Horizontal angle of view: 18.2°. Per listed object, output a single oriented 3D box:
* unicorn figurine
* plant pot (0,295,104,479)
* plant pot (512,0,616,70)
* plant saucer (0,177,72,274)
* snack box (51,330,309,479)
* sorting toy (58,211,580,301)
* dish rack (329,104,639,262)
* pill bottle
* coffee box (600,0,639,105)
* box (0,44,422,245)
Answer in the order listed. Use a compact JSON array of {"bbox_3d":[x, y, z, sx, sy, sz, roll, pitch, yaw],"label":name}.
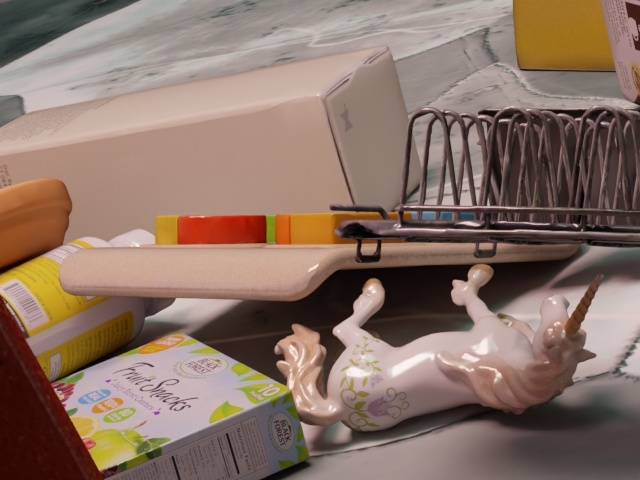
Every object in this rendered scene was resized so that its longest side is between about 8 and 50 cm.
[{"bbox_3d":[0.058,0.049,0.866,0.162,0.060,0.111,-27,22,14],"label":"unicorn figurine"},{"bbox_3d":[-0.161,0.157,0.350,0.235,0.267,0.267,-24,13,16],"label":"plant pot"},{"bbox_3d":[0.259,-0.243,1.426,0.212,0.187,0.212,-24,17,-29],"label":"plant pot"},{"bbox_3d":[-0.221,0.032,1.106,0.200,0.037,0.200,-31,-5,-3],"label":"plant saucer"},{"bbox_3d":[-0.079,0.085,0.892,0.100,0.037,0.141,-20,16,-21],"label":"snack box"},{"bbox_3d":[0.000,0.000,1.026,0.193,0.038,0.208,0,6,45],"label":"sorting toy"},{"bbox_3d":[0.132,-0.025,0.847,0.208,0.074,0.271,0,1,24],"label":"dish rack"},{"bbox_3d":[-0.135,0.036,1.070,0.116,0.065,0.065,-26,18,-35],"label":"pill bottle"},{"bbox_3d":[0.289,-0.133,1.136,0.168,0.119,0.297,-17,15,-8],"label":"coffee box"},{"bbox_3d":[-0.085,-0.045,1.252,0.275,0.094,0.113,-7,18,28],"label":"box"}]
